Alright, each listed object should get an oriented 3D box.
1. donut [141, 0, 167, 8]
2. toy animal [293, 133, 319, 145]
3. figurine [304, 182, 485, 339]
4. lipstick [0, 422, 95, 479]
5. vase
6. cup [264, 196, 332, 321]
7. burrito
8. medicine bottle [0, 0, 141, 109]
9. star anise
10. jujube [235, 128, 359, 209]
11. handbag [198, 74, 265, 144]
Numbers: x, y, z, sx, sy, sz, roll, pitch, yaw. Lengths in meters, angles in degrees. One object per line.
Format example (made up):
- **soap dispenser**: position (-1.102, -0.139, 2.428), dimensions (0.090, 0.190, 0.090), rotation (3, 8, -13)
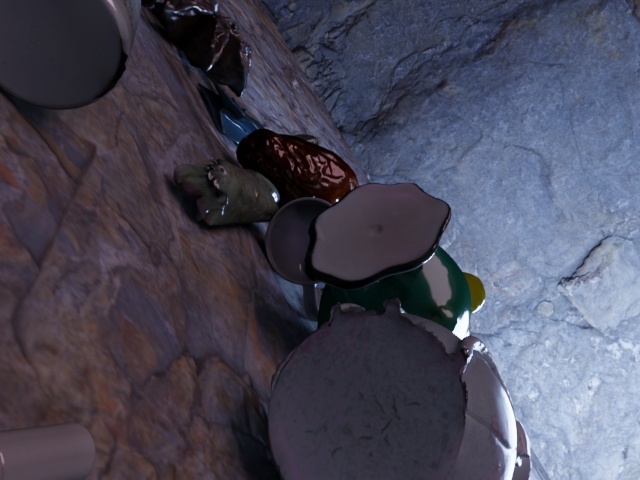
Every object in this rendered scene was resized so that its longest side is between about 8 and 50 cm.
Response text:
- **donut**: position (-0.283, -0.410, 0.903), dimensions (0.269, 0.103, 0.270), rotation (24, -17, 8)
- **toy animal**: position (-0.044, -0.198, 1.603), dimensions (0.138, 0.108, 0.236), rotation (47, 14, -37)
- **figurine**: position (0.110, 0.106, 1.008), dimensions (0.231, 0.323, 0.340), rotation (34, -25, 42)
- **lipstick**: position (-0.172, 0.119, 0.370), dimensions (0.038, 0.038, 0.130), rotation (60, 11, 18)
- **vase**: position (0.114, 0.234, 0.798), dimensions (0.250, 0.250, 0.445), rotation (63, 9, 31)
- **cup**: position (0.008, 0.028, 1.135), dimensions (0.173, 0.134, 0.142), rotation (59, 10, 17)
- **burrito**: position (-0.121, -0.069, 1.038), dimensions (0.096, 0.066, 0.309), rotation (63, 12, 6)
- **medicine bottle**: position (-0.262, -0.246, 0.748), dimensions (0.143, 0.143, 0.258), rotation (50, 13, -29)
- **star anise**: position (-0.240, -0.437, 1.435), dimensions (0.332, 0.117, 0.332), rotation (48, 13, -14)
- **jujube**: position (-0.040, -0.112, 1.270), dimensions (0.236, 0.168, 0.168), rotation (36, 20, -31)
- **handbag**: position (-0.146, -0.226, 1.403), dimensions (0.144, 0.057, 0.221), rotation (56, 11, 30)
